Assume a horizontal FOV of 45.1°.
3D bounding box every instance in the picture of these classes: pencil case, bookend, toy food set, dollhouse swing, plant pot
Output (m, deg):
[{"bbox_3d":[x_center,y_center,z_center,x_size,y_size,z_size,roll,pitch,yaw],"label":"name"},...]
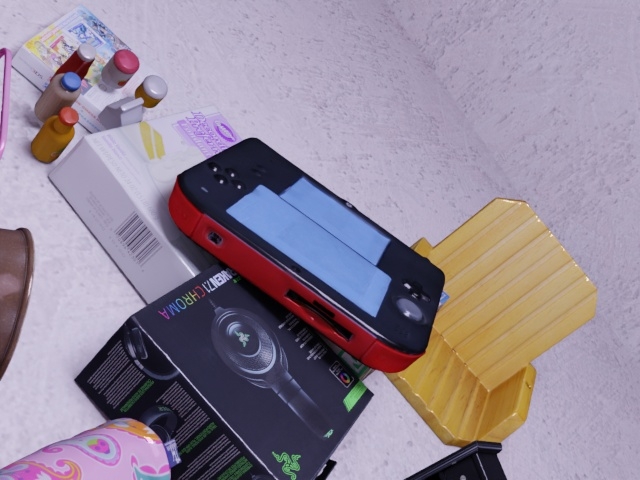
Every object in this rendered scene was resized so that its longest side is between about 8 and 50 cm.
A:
[{"bbox_3d":[-0.250,0.250,0.671,0.124,0.124,0.284,57,27,11],"label":"pencil case"},{"bbox_3d":[0.213,0.397,1.120,0.072,0.156,0.157,19,43,-44],"label":"bookend"},{"bbox_3d":[-0.301,-0.207,1.062,0.232,0.104,0.111,-35,94,-42],"label":"toy food set"},{"bbox_3d":[0.303,0.138,1.394,0.347,0.305,0.315,51,29,-2],"label":"dollhouse swing"},{"bbox_3d":[-0.373,0.049,0.704,0.165,0.167,0.167,17,43,-34],"label":"plant pot"}]

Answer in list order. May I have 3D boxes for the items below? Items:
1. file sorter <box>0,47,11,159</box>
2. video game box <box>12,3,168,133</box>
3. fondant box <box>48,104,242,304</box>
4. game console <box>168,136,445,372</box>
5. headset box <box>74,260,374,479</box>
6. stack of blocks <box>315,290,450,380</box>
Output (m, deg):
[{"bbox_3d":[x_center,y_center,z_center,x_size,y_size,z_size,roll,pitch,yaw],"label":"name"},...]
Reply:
[{"bbox_3d":[-0.473,-0.147,0.747,0.291,0.182,0.202,24,38,-40],"label":"file sorter"},{"bbox_3d":[-0.348,-0.258,1.191,0.187,0.048,0.205,44,30,-17],"label":"video game box"},{"bbox_3d":[-0.195,-0.063,1.136,0.238,0.096,0.330,52,28,2],"label":"fondant box"},{"bbox_3d":[0.000,0.000,1.083,0.386,0.060,0.342,36,27,1],"label":"game console"},{"bbox_3d":[-0.097,0.186,0.929,0.283,0.131,0.246,48,29,5],"label":"headset box"},{"bbox_3d":[0.059,0.097,1.157,0.171,0.087,0.297,43,28,14],"label":"stack of blocks"}]
